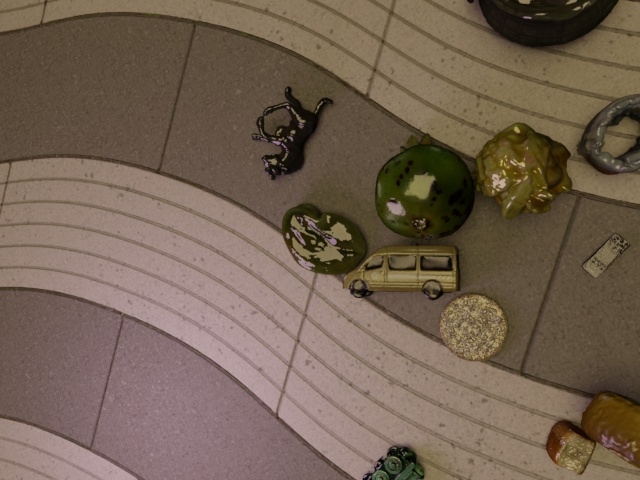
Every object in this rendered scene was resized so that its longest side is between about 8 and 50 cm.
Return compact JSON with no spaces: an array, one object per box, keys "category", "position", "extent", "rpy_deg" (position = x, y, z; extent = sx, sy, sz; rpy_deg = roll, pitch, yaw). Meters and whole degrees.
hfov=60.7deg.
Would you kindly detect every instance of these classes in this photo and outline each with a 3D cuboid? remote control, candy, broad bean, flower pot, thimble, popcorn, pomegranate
[{"category":"remote control","position":[0.579,0.031,1.110],"extent":[0.039,0.014,0.096],"rpy_deg":[44,102,13]},{"category":"candy","position":[0.604,0.370,0.982],"extent":[0.260,0.260,0.118],"rpy_deg":[28,87,16]},{"category":"broad bean","position":[0.001,-0.001,1.271],"extent":[0.207,0.072,0.153],"rpy_deg":[36,108,14]},{"category":"flower pot","position":[0.430,-0.532,1.048],"extent":[0.302,0.213,0.301],"rpy_deg":[0,92,18]},{"category":"thimble","position":[0.583,-0.203,1.052],"extent":[0.127,0.118,0.151],"rpy_deg":[37,102,12]},{"category":"popcorn","position":[0.399,-0.132,1.084],"extent":[0.187,0.185,0.167],"rpy_deg":[36,119,6]},{"category":"pomegranate","position":[0.217,-0.117,1.148],"extent":[0.211,0.211,0.263],"rpy_deg":[-7,49,18]}]

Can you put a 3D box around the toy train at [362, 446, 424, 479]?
[{"category":"toy train","position":[0.163,0.545,1.230],"extent":[0.111,0.071,0.170],"rpy_deg":[40,101,5]}]

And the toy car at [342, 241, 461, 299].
[{"category":"toy car","position":[0.176,0.066,1.200],"extent":[0.257,0.101,0.124],"rpy_deg":[0,86,17]}]

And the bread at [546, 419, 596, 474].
[{"category":"bread","position":[0.506,0.419,1.110],"extent":[0.077,0.070,0.083],"rpy_deg":[25,96,15]}]

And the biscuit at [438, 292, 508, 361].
[{"category":"biscuit","position":[0.332,0.189,1.190],"extent":[0.152,0.020,0.152],"rpy_deg":[0,89,19]}]

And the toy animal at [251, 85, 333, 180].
[{"category":"toy animal","position":[-0.073,-0.259,1.300],"extent":[0.148,0.084,0.232],"rpy_deg":[37,96,-3]}]
